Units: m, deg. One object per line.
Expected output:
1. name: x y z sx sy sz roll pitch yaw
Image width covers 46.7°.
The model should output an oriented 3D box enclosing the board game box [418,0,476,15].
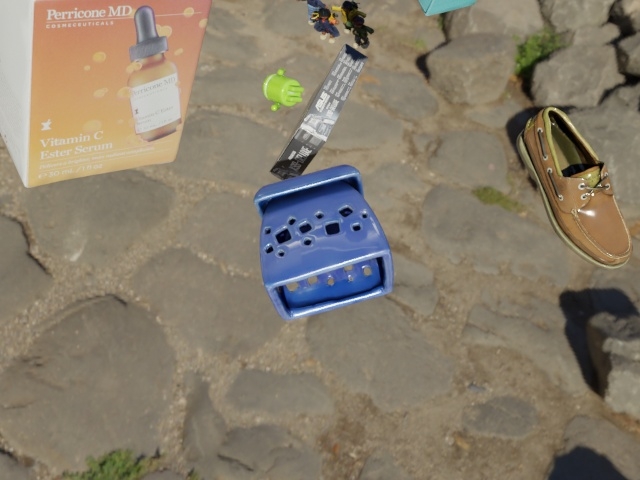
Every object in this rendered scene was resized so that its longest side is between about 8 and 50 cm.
1. board game box: 0.147 -0.456 0.792 0.079 0.336 0.254 -19 73 -21

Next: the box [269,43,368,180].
1. box: -0.004 -0.321 1.913 0.076 0.242 0.308 30 60 -8

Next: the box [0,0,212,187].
1. box: -0.170 -0.139 0.558 0.130 0.171 0.091 -16 58 -32

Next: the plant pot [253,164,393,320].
1. plant pot: 0.000 0.000 1.408 0.235 0.236 0.212 -15 68 1

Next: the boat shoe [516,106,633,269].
1. boat shoe: 0.452 -0.093 1.305 0.110 0.104 0.307 -26 74 -17

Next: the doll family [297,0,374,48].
1. doll family: 0.031 -0.492 1.624 0.192 0.111 0.076 12 73 13

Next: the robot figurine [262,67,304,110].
1. robot figurine: -0.093 -0.363 1.787 0.115 0.101 0.067 27 26 38
